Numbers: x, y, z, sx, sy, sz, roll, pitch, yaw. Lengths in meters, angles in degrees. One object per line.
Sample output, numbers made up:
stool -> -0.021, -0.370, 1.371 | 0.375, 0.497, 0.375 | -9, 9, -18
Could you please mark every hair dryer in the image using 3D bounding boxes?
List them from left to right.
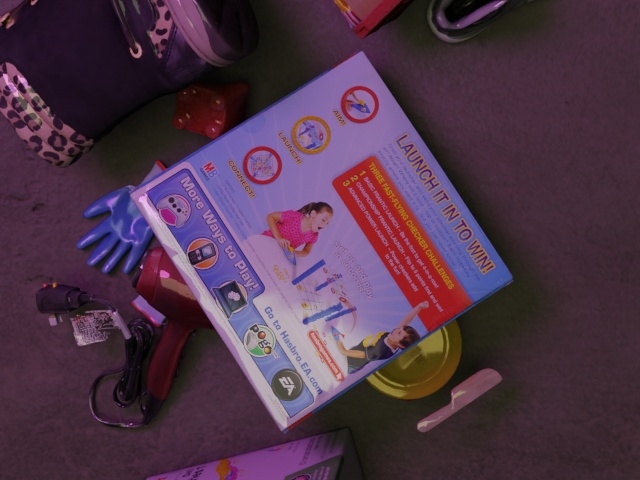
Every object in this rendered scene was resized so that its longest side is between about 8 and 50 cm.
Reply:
hair dryer -> -0.175, 0.108, 1.229 | 0.294, 0.080, 0.223 | -12, 121, 15

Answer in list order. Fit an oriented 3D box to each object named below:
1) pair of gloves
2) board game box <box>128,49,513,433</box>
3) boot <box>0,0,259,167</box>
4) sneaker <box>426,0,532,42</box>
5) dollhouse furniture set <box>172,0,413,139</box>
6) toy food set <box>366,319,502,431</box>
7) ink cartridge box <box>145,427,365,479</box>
pair of gloves -> -0.195, 0.011, 1.240 | 0.159, 0.023, 0.198 | -43, 92, 11
board game box -> 0.000, 0.000, 1.124 | 0.302, 0.086, 0.308 | -32, 87, -7
boot -> -0.258, -0.287, 1.060 | 0.284, 0.138, 0.377 | -32, 87, 29
sneaker -> 0.217, -0.292, 1.088 | 0.229, 0.132, 0.086 | -38, 94, 11
dollhouse furniture set -> -0.053, -0.264, 1.137 | 0.374, 0.152, 0.201 | -39, 94, 28
toy food set -> 0.094, 0.118, 1.198 | 0.128, 0.071, 0.218 | -40, 87, -6
ink cartridge box -> -0.091, 0.335, 1.192 | 0.278, 0.201, 0.117 | -16, 97, 9
